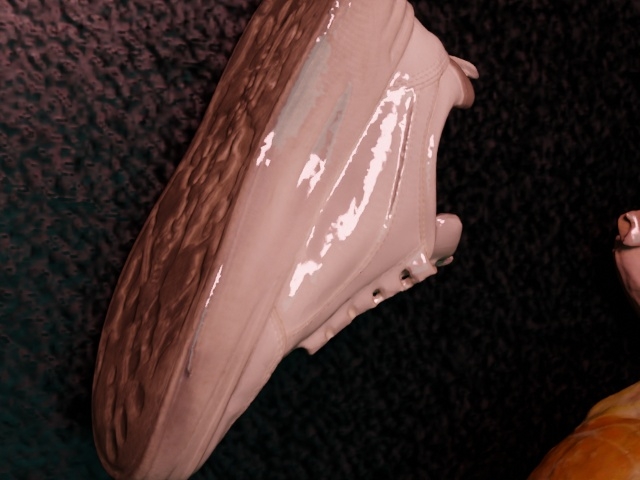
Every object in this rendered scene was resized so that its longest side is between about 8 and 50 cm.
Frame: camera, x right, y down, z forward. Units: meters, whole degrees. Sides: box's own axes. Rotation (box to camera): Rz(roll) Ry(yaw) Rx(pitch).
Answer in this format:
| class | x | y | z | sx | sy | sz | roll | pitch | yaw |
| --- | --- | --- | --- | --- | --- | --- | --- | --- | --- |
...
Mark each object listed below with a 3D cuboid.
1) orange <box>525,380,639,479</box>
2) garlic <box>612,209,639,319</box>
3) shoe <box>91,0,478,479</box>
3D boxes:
| class | x | y | z | sx | sy | sz | roll | pitch | yaw |
| --- | --- | --- | --- | --- | --- | --- | --- | --- | --- |
| orange | 0.250 | 0.235 | 0.742 | 0.329 | 0.249 | 0.329 | 0 | 89 | -25 |
| garlic | 0.272 | 0.037 | 0.834 | 0.195 | 0.087 | 0.101 | 7 | 76 | -21 |
| shoe | 0.000 | 0.000 | 0.694 | 0.159 | 0.124 | 0.316 | 27 | 82 | -29 |
